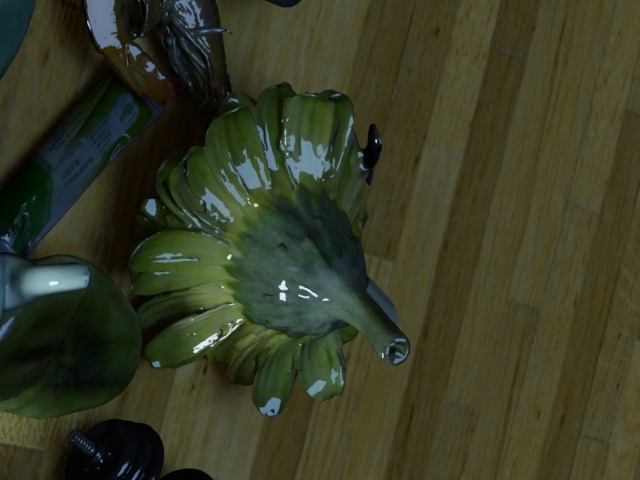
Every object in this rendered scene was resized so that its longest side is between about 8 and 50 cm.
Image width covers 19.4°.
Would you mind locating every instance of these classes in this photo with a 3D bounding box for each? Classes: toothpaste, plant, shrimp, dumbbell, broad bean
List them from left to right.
[{"bbox_3d":[-0.231,0.083,1.559,0.206,0.072,0.153,9,118,-56],"label":"broad bean"},{"bbox_3d":[-0.219,-0.055,1.579,0.248,0.047,0.078,-53,131,-27],"label":"toothpaste"},{"bbox_3d":[-0.153,0.225,1.653,0.208,0.099,0.099,46,66,-37],"label":"dumbbell"},{"bbox_3d":[-0.129,-0.174,1.620,0.150,0.068,0.249,-54,127,-33],"label":"shrimp"},{"bbox_3d":[-0.006,0.000,1.646,0.306,0.297,0.261,45,55,-34],"label":"plant"}]

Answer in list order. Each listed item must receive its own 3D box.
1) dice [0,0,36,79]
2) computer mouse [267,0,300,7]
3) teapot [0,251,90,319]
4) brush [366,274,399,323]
[{"bbox_3d":[-0.389,-0.210,1.156,0.348,0.330,0.328,-49,133,-36],"label":"dice"},{"bbox_3d":[-0.061,-0.305,1.631,0.379,0.090,0.167,25,58,-50],"label":"computer mouse"},{"bbox_3d":[-0.331,0.036,1.397,0.294,0.129,0.193,-2,87,-24],"label":"teapot"},{"bbox_3d":[0.000,0.000,1.812,0.299,0.042,0.039,46,65,-43],"label":"brush"}]
